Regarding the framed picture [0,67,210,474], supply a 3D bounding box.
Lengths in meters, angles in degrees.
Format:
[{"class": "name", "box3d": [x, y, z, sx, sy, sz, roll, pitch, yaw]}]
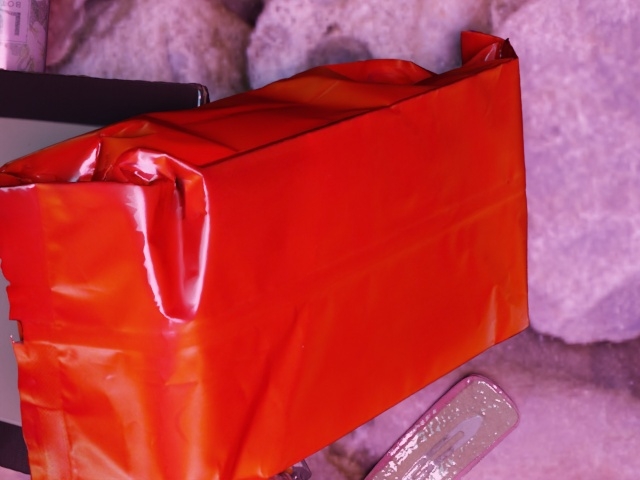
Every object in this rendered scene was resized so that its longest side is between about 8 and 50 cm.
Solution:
[{"class": "framed picture", "box3d": [-0.220, 0.016, 0.955, 0.347, 0.016, 0.265, 7, 92, 35]}]

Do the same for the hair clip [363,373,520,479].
[{"class": "hair clip", "box3d": [0.084, 0.156, 1.038, 0.054, 0.022, 0.137, 43, 94, -1]}]

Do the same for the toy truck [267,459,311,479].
[{"class": "toy truck", "box3d": [-0.072, 0.137, 0.956, 0.114, 0.135, 0.270, -34, 57, 5]}]

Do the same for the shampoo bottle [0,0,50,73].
[{"class": "shampoo bottle", "box3d": [-0.223, -0.160, 1.010, 0.072, 0.072, 0.214, 5, 94, 2]}]

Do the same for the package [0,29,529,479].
[{"class": "package", "box3d": [-0.001, 0.000, 0.850, 0.123, 0.423, 0.196, 12, 113, 40]}]
